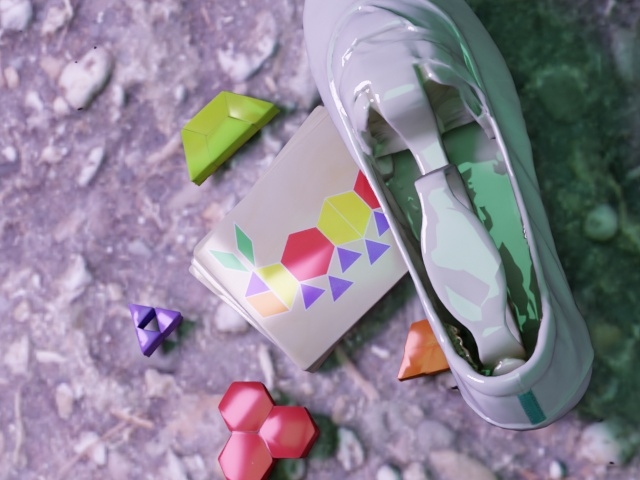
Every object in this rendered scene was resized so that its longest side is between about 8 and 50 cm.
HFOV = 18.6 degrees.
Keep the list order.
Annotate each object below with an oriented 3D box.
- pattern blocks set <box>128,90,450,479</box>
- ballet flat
[{"bbox_3d":[0.000,0.000,1.487,0.325,0.026,0.285,-37,72,6],"label":"pattern blocks set"},{"bbox_3d":[0.086,-0.057,1.393,0.139,0.139,0.400,-24,73,10],"label":"ballet flat"}]
